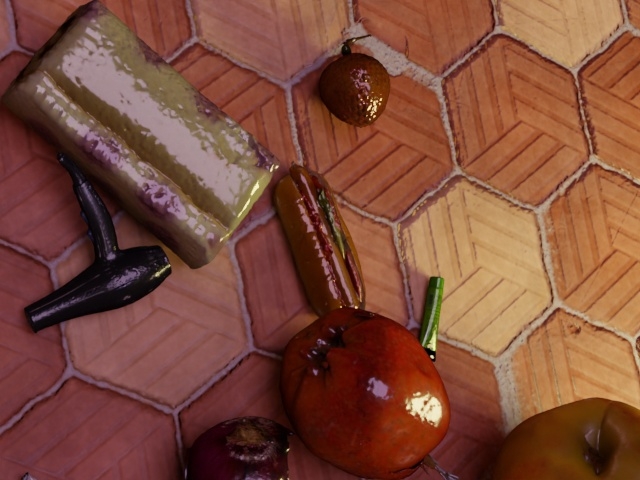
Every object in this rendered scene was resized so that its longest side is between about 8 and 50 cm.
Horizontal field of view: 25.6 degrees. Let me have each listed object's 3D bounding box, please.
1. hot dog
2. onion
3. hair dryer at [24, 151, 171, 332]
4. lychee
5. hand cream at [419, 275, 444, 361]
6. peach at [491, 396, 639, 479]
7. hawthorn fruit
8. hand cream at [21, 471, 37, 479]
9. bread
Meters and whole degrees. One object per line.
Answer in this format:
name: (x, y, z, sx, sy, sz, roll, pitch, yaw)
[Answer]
hot dog: (0.000, 0.000, 1.959, 0.092, 0.062, 0.235, -21, 88, -24)
onion: (-0.116, 0.324, 1.801, 0.135, 0.173, 0.198, 13, 109, -7)
hair dryer: (-0.308, -0.007, 1.787, 0.195, 0.075, 0.219, -23, 106, -19)
lychee: (0.045, -0.227, 2.011, 0.114, 0.101, 0.140, 14, 36, -56)
hand cream: (0.161, 0.113, 2.033, 0.036, 0.023, 0.122, 18, 73, -33)
peach: (0.386, 0.384, 1.957, 0.289, 0.289, 0.308, -37, 135, -27)
hawthorn fruit: (0.080, 0.229, 1.876, 0.299, 0.211, 0.211, 45, 64, -19)
hand cream: (-0.405, 0.400, 1.691, 0.084, 0.050, 0.257, 46, 58, -12)
bread: (-0.232, -0.138, 1.825, 0.338, 0.155, 0.187, 41, 76, -14)
